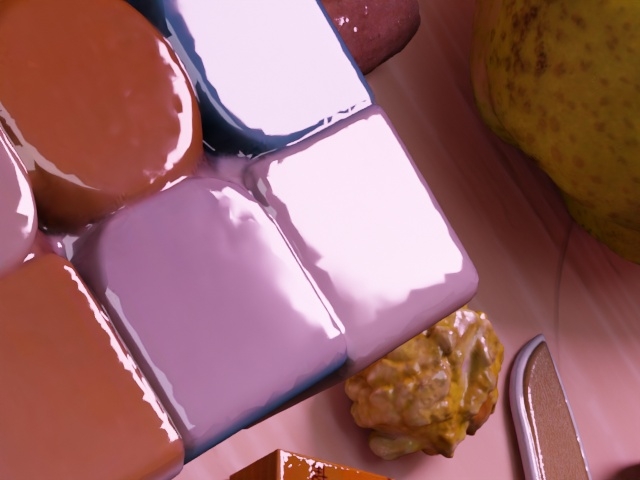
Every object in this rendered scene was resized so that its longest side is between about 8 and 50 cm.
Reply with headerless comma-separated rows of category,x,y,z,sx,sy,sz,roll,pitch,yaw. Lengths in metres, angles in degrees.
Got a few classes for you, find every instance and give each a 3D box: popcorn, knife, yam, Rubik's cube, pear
popcorn,0.077,0.091,1.353,0.120,0.106,0.116,7,54,-36
knife,0.179,0.223,1.417,0.061,0.027,0.343,8,60,-33
yam,0.015,-0.156,1.451,0.127,0.084,0.084,-33,90,-41
Rubik's cube,-0.198,-0.004,1.021,0.344,0.346,0.347,-27,85,-42
pear,0.288,-0.163,1.496,0.391,0.391,0.391,18,58,-31

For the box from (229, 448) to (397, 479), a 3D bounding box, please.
box,0.053,0.238,1.283,0.237,0.070,0.152,19,56,-32
